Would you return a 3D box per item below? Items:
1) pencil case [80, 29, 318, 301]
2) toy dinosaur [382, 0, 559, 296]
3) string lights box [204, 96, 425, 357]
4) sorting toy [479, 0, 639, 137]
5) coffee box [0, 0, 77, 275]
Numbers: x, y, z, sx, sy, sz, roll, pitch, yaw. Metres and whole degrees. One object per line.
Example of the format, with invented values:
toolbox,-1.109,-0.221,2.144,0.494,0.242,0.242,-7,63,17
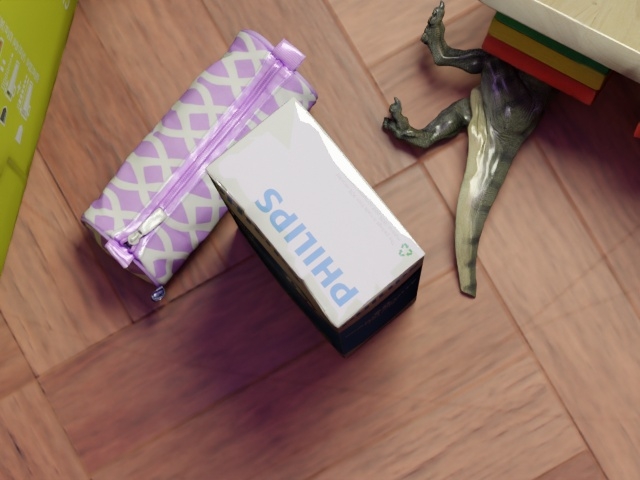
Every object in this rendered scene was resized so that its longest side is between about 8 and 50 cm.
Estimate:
pencil case,-0.090,-0.060,1.341,0.086,0.088,0.206,38,84,4
toy dinosaur,0.118,-0.104,1.356,0.118,0.064,0.268,24,87,-2
string lights box,0.000,0.000,1.242,0.076,0.260,0.133,-39,83,-4
sorting toy,0.263,-0.169,1.298,0.255,0.089,0.257,29,49,10
coffee box,-0.373,-0.128,1.233,0.334,0.337,0.338,14,82,3
